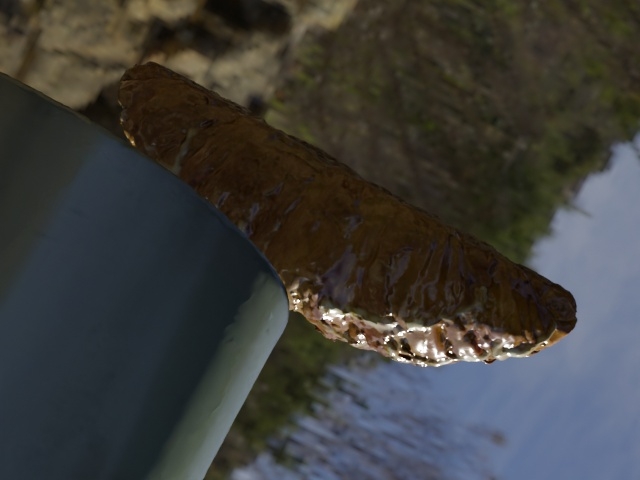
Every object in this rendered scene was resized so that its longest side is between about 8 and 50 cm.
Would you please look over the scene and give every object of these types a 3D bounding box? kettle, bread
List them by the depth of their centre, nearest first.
[{"bbox_3d":[-0.135,0.098,0.493,0.240,0.165,0.255,104,11,-72],"label":"kettle"},{"bbox_3d":[0.000,0.000,0.771,0.076,0.233,0.105,-59,170,4],"label":"bread"}]
